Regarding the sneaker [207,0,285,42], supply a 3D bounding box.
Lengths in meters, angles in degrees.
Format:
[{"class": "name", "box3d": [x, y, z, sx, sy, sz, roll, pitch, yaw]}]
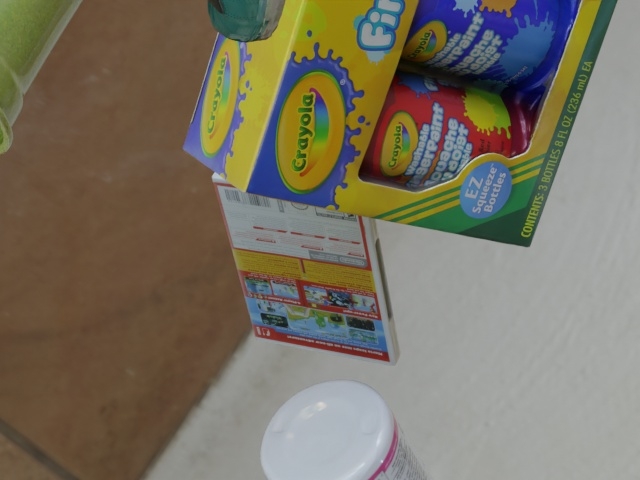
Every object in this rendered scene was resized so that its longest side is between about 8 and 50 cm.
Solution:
[{"class": "sneaker", "box3d": [-0.092, -0.269, 1.086, 0.121, 0.108, 0.302, -12, 139, -11]}]

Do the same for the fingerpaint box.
[{"class": "fingerpaint box", "box3d": [0.108, -0.244, 1.484, 0.371, 0.163, 0.444, 11, 104, -33]}]

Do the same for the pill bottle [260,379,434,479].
[{"class": "pill bottle", "box3d": [0.055, 0.305, 1.707, 0.160, 0.160, 0.283, -47, 134, -19]}]

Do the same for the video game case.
[{"class": "video game case", "box3d": [-0.014, 0.035, 1.818, 0.025, 0.204, 0.285, -60, 149, -41]}]

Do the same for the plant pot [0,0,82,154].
[{"class": "plant pot", "box3d": [-0.411, -0.288, 1.747, 0.254, 0.276, 0.276, -56, 137, -20]}]
